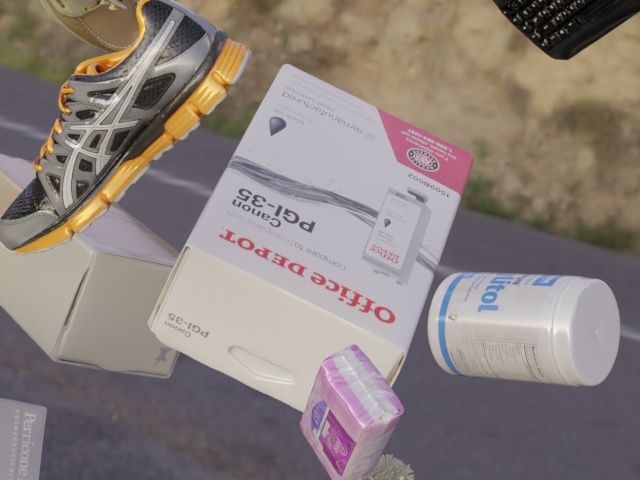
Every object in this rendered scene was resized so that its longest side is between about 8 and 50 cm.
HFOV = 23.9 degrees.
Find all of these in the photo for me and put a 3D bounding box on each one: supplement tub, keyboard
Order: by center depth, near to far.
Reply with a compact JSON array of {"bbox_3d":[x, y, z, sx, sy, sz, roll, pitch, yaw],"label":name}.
[{"bbox_3d":[0.145,-0.162,0.839,0.100,0.038,0.192,45,-30,-4],"label":"keyboard"},{"bbox_3d":[0.130,0.056,0.971,0.107,0.071,0.071,0,1,38],"label":"supplement tub"}]

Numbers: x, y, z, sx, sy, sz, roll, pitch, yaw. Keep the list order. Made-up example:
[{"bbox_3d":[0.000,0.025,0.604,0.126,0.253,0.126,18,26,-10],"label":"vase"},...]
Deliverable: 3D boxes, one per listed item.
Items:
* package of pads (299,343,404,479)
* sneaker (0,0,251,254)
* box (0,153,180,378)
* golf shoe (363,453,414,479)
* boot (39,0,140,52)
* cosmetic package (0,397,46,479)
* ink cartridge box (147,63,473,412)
[{"bbox_3d":[0.017,0.101,0.858,0.032,0.083,0.050,-23,64,-24],"label":"package of pads"},{"bbox_3d":[-0.144,-0.075,1.001,0.083,0.215,0.084,44,13,-14],"label":"sneaker"},{"bbox_3d":[-0.264,0.020,1.584,0.148,0.121,0.311,14,13,-40],"label":"box"},{"bbox_3d":[0.023,0.283,1.449,0.069,0.176,0.086,38,-21,-1],"label":"golf shoe"},{"bbox_3d":[-0.190,-0.229,1.329,0.165,0.077,0.213,27,-20,44],"label":"boot"},{"bbox_3d":[-0.320,0.161,1.052,0.238,0.127,0.107,13,-21,-33],"label":"cosmetic package"},{"bbox_3d":[0.000,0.000,1.333,0.207,0.117,0.283,26,42,-3],"label":"ink cartridge box"}]
